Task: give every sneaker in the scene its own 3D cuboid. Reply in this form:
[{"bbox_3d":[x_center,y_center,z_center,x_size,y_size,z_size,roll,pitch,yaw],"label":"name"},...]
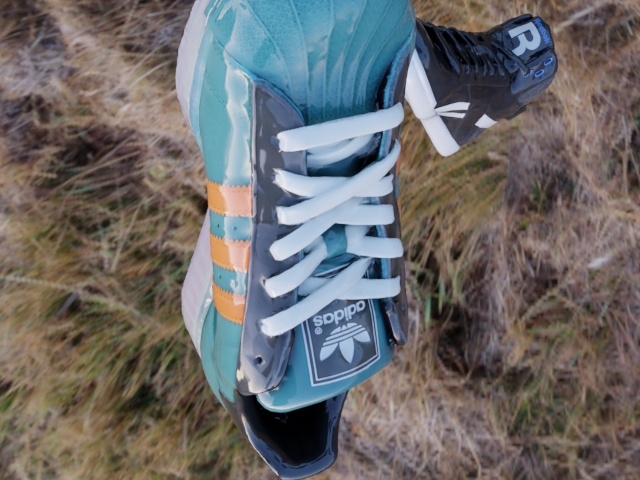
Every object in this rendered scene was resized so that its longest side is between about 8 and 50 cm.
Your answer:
[{"bbox_3d":[0.000,0.000,0.482,0.108,0.121,0.302,-15,144,-19],"label":"sneaker"},{"bbox_3d":[0.113,-0.141,0.784,0.121,0.217,0.079,-31,74,8],"label":"sneaker"}]
